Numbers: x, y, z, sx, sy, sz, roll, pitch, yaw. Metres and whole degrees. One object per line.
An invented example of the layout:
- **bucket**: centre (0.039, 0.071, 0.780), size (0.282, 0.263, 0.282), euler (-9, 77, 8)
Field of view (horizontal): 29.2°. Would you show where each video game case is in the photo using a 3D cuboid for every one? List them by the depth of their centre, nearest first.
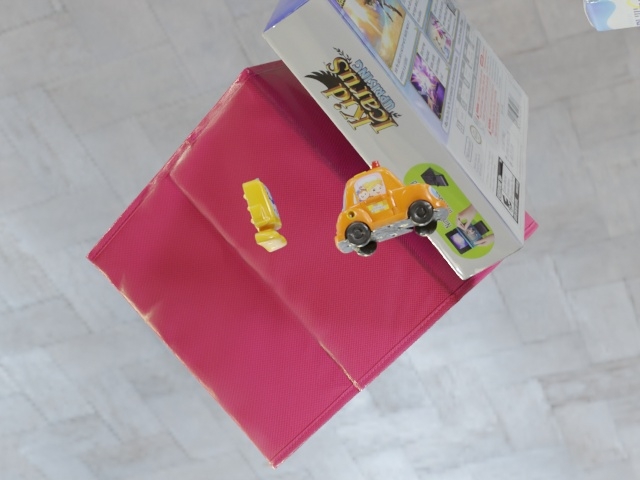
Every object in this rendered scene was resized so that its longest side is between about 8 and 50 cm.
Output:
- **video game case**: centre (0.074, -0.136, 0.984), size (0.061, 0.269, 0.244), euler (-31, 111, 25)

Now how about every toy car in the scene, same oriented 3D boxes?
- **toy car**: centre (0.014, -0.021, 0.562), size (0.060, 0.040, 0.122), euler (-23, 166, 22)

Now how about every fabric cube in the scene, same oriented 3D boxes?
- **fabric cube**: centre (0.000, 0.000, 1.136), size (0.258, 0.254, 0.259), euler (48, 119, 7)

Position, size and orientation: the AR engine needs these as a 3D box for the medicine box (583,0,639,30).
- **medicine box**: centre (0.420, -0.384, 1.318), size (0.289, 0.263, 0.149), euler (-5, 175, 17)
